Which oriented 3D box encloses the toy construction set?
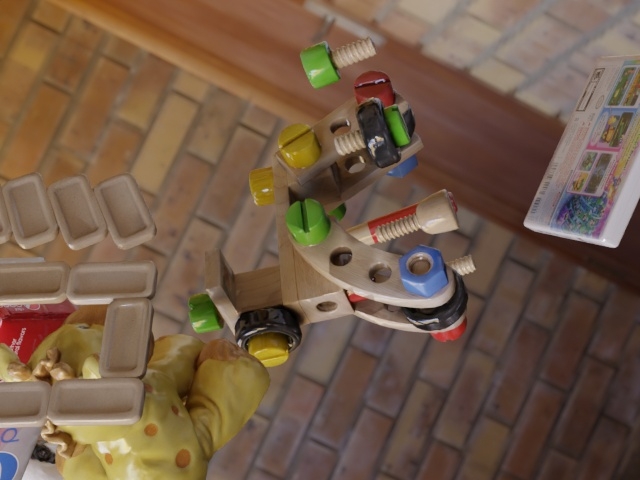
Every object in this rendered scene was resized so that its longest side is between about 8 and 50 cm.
[{"bbox_3d":[0.000,0.000,1.317,0.237,0.257,0.309,-20,-11,10],"label":"toy construction set"}]

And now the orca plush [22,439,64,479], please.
[{"bbox_3d":[-0.183,0.278,1.466,0.102,0.287,0.151,-49,-26,-36],"label":"orca plush"}]

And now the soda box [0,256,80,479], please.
[{"bbox_3d":[-0.296,0.145,1.259,0.092,0.083,0.263,47,123,39],"label":"soda box"}]

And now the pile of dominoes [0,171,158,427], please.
[{"bbox_3d":[-0.225,0.044,0.955,0.040,0.251,0.196,77,-166,-54],"label":"pile of dominoes"}]

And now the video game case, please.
[{"bbox_3d":[0.227,-0.074,1.147,0.157,0.019,0.143,-65,18,-2],"label":"video game case"}]

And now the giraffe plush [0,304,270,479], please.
[{"bbox_3d":[-0.158,0.120,1.094,0.181,0.170,0.210,-23,36,19],"label":"giraffe plush"}]
